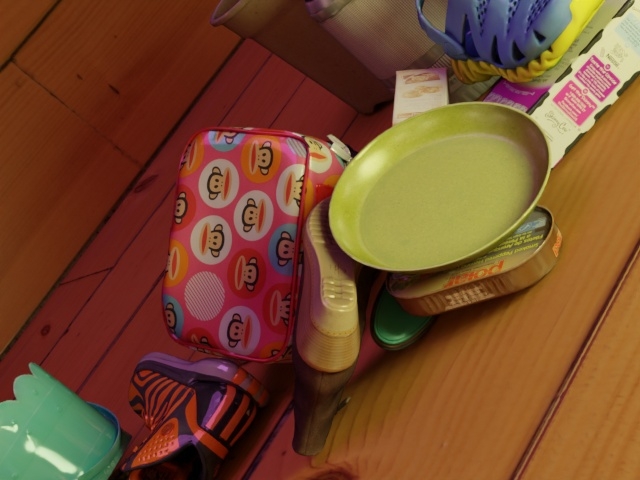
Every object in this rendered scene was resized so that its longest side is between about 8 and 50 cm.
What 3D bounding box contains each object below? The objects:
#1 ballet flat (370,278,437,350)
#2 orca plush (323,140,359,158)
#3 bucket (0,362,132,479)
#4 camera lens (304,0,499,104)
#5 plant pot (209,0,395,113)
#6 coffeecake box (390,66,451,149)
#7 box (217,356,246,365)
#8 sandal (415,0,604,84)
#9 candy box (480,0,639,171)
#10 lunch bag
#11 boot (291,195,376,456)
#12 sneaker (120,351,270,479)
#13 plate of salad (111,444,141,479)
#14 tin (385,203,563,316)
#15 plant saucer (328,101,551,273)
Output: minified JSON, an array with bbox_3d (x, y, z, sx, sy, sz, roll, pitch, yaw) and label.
[{"bbox_3d":[0.111,0.040,1.294,0.074,0.074,0.203,-17,42,60],"label":"ballet flat"},{"bbox_3d":[-0.056,-0.035,1.804,0.102,0.151,0.287,95,-159,-62],"label":"orca plush"},{"bbox_3d":[-0.407,0.331,1.664,0.281,0.183,0.281,-57,5,8],"label":"bucket"},{"bbox_3d":[0.132,-0.333,1.666,0.219,0.274,0.219,-44,17,18],"label":"camera lens"},{"bbox_3d":[0.037,-0.391,1.974,0.334,0.305,0.334,-44,17,18],"label":"plant pot"},{"bbox_3d":[0.127,-0.107,1.411,0.068,0.142,0.185,-4,30,8],"label":"coffeecake box"},{"bbox_3d":[-0.086,0.130,1.647,0.136,0.028,0.081,-23,31,50],"label":"box"},{"bbox_3d":[0.200,-0.259,1.335,0.126,0.138,0.317,-51,16,-13],"label":"sandal"},{"bbox_3d":[0.271,-0.175,1.330,0.233,0.071,0.159,-49,16,6],"label":"candy box"},{"bbox_3d":[-0.067,0.006,1.451,0.258,0.120,0.293,8,90,40],"label":"lunch bag"},{"bbox_3d":[0.006,0.085,1.286,0.248,0.090,0.207,-78,0,-55],"label":"boot"},{"bbox_3d":[-0.206,0.248,1.524,0.180,0.124,0.321,-56,18,-25],"label":"sneaker"},{"bbox_3d":[-0.278,0.357,1.604,0.200,0.048,0.200,-43,18,18],"label":"plate of salad"},{"bbox_3d":[0.155,0.022,1.187,0.189,0.040,0.106,-18,28,30],"label":"tin"},{"bbox_3d":[0.125,-0.049,1.212,0.241,0.037,0.241,-17,41,15],"label":"plant saucer"}]
